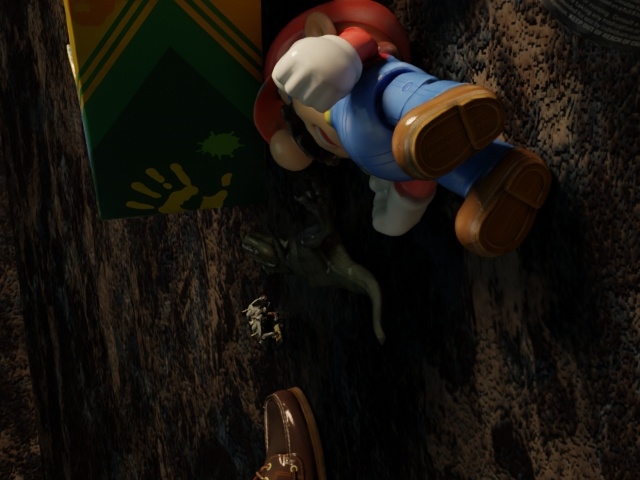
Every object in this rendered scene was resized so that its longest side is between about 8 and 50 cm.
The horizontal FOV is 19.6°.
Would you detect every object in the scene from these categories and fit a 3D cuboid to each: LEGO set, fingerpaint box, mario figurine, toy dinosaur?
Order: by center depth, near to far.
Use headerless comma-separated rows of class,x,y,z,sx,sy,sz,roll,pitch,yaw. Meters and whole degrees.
mario figurine,0.031,-0.072,1.401,0.320,0.170,0.198,-143,46,-60
fingerpaint box,-0.156,-0.305,1.628,0.371,0.163,0.444,91,170,-56
toy dinosaur,0.000,0.000,1.674,0.268,0.064,0.118,-151,49,-63
LEGO set,-0.062,0.084,1.917,0.083,0.023,0.054,164,97,-70

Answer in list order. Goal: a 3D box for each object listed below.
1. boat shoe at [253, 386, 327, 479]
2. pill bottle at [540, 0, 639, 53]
boat shoe,-0.029,0.246,1.826,0.073,0.073,0.207,123,136,-63
pill bottle,0.199,-0.211,0.945,0.245,0.130,0.130,120,138,-59
